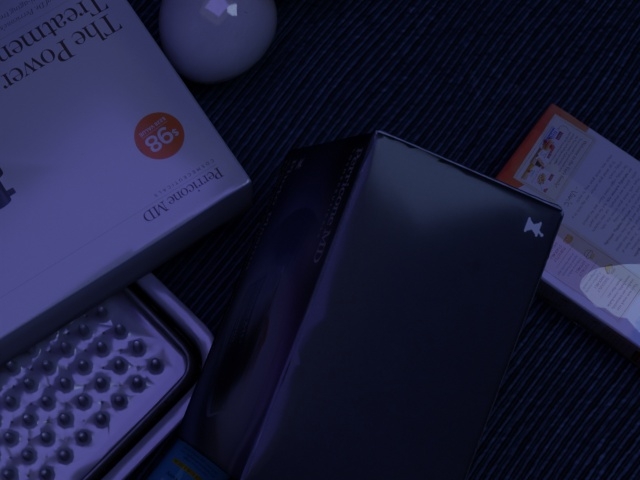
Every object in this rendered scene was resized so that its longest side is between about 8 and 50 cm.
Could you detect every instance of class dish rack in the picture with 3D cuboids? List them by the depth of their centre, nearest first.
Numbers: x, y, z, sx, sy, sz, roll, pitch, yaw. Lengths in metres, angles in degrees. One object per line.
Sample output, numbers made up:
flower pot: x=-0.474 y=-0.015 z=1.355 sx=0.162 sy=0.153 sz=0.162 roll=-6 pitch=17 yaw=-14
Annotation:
dish rack: x=-0.290 y=0.107 z=1.485 sx=0.333 sy=0.072 sz=0.285 roll=43 pitch=77 yaw=11

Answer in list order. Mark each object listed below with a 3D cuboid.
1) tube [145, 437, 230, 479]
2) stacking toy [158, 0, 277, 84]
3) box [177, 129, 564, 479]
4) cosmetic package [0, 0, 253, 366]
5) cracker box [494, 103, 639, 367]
tube: x=-0.109 y=0.204 z=1.474 sx=0.080 sy=0.052 sz=0.207 roll=40 pitch=71 yaw=1
stacking toy: x=-0.024 y=-0.375 z=1.555 sx=0.350 sy=0.350 sz=0.480 roll=25 pitch=94 yaw=7
box: x=0.029 y=0.076 z=1.327 sx=0.182 sy=0.294 sz=0.296 roll=22 pitch=84 yaw=-14
cosmetic package: x=-0.294 y=-0.056 z=1.448 sx=0.377 sy=0.097 sz=0.284 roll=-33 pitch=80 yaw=-10
cracker box: x=0.272 y=-0.002 z=1.522 sx=0.232 sy=0.067 sz=0.156 roll=36 pitch=77 yaw=10
